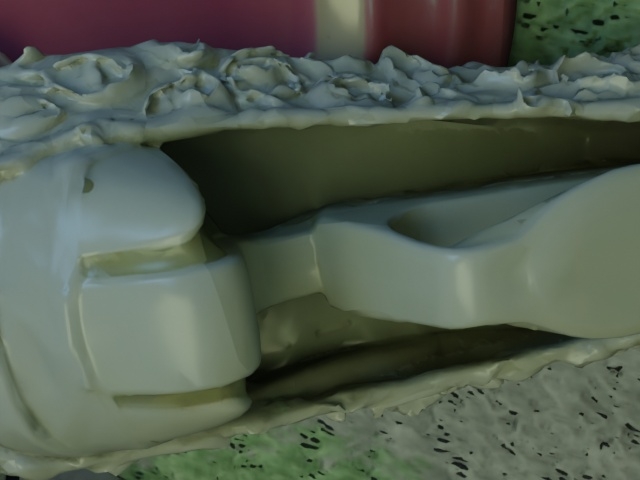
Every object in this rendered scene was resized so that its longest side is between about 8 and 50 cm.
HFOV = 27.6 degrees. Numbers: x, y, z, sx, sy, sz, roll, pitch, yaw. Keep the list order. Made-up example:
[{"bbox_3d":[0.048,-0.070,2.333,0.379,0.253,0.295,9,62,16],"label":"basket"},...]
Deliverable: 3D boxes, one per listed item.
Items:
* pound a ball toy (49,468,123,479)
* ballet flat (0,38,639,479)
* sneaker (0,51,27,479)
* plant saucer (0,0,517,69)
[{"bbox_3d":[-0.205,0.125,0.642,0.319,0.136,0.208,28,117,6],"label":"pound a ball toy"},{"bbox_3d":[0.000,0.000,0.427,0.409,0.147,0.147,-10,110,-11],"label":"ballet flat"},{"bbox_3d":[-0.158,0.034,0.516,0.090,0.095,0.235,9,105,22],"label":"sneaker"},{"bbox_3d":[-0.088,-0.104,0.541,0.332,0.084,0.332,7,113,16],"label":"plant saucer"}]
